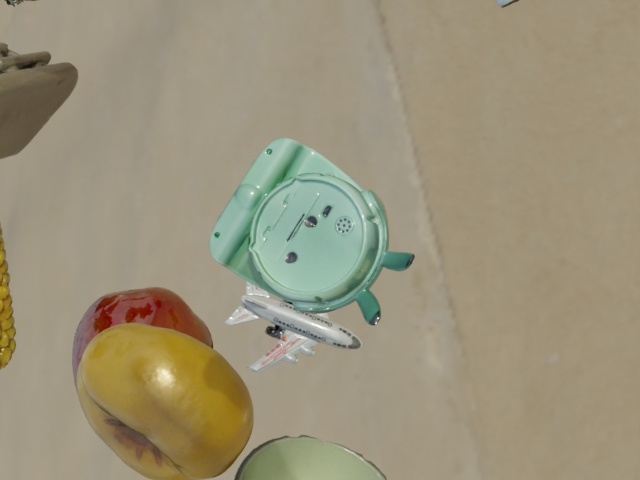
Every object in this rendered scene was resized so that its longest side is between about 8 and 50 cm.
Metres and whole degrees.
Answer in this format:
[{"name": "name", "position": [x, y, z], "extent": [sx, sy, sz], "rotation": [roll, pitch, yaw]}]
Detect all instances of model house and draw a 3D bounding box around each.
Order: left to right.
[{"name": "model house", "position": [-0.422, -0.167, 1.642], "extent": [0.188, 0.229, 0.122], "rotation": [23, 116, 22]}]

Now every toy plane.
[{"name": "toy plane", "position": [-0.028, 0.102, 1.787], "extent": [0.065, 0.171, 0.162], "rotation": [179, 114, -80]}]

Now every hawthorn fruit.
[{"name": "hawthorn fruit", "position": [-0.186, 0.131, 1.434], "extent": [0.148, 0.148, 0.172], "rotation": [-56, 17, 39]}]

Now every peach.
[{"name": "peach", "position": [-0.146, 0.148, 1.287], "extent": [0.179, 0.179, 0.103], "rotation": [-31, 22, 56]}]

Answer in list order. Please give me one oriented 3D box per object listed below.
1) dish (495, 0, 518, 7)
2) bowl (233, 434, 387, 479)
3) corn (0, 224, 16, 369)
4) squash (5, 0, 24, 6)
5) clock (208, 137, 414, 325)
[{"name": "dish", "position": [0.261, -0.345, 1.362], "extent": [0.243, 0.080, 0.182], "rotation": [-26, 25, 28]}, {"name": "bowl", "position": [-0.016, 0.339, 1.606], "extent": [0.211, 0.211, 0.112], "rotation": [-110, 35, -41]}, {"name": "corn", "position": [-0.289, -0.048, 1.036], "extent": [0.101, 0.101, 0.310], "rotation": [27, 131, 60]}, {"name": "squash", "position": [-0.258, -0.296, 1.506], "extent": [0.052, 0.183, 0.052], "rotation": [53, 159, 31]}, {"name": "clock", "position": [0.000, 0.000, 0.950], "extent": [0.135, 0.041, 0.101], "rotation": [32, 92, 18]}]
